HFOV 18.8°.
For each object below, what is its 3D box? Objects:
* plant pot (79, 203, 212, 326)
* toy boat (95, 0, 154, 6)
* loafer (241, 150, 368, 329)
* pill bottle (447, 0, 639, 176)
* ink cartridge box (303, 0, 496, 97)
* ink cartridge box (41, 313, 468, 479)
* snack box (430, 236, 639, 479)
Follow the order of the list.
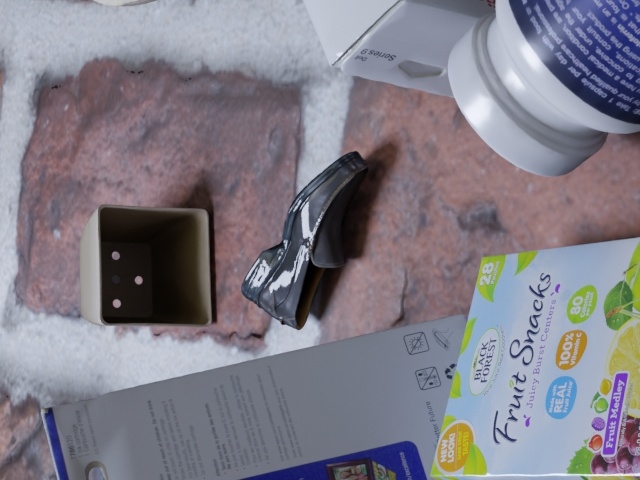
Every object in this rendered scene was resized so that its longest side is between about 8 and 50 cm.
[{"bbox_3d":[-0.170,0.030,1.774,0.096,0.109,0.109,-17,73,60],"label":"plant pot"},{"bbox_3d":[-0.143,-0.357,1.742,0.318,0.148,0.267,-7,81,49],"label":"toy boat"},{"bbox_3d":[0.000,0.000,1.617,0.061,0.062,0.170,43,124,18],"label":"loafer"},{"bbox_3d":[0.214,-0.166,1.301,0.265,0.153,0.153,-43,55,37],"label":"pill bottle"},{"bbox_3d":[0.055,-0.226,1.492,0.093,0.154,0.212,-42,55,37],"label":"ink cartridge box"},{"bbox_3d":[-0.027,0.169,1.430,0.065,0.333,0.165,105,151,-63],"label":"ink cartridge box"},{"bbox_3d":[0.185,0.092,1.336,0.207,0.070,0.174,-10,59,49],"label":"snack box"}]
